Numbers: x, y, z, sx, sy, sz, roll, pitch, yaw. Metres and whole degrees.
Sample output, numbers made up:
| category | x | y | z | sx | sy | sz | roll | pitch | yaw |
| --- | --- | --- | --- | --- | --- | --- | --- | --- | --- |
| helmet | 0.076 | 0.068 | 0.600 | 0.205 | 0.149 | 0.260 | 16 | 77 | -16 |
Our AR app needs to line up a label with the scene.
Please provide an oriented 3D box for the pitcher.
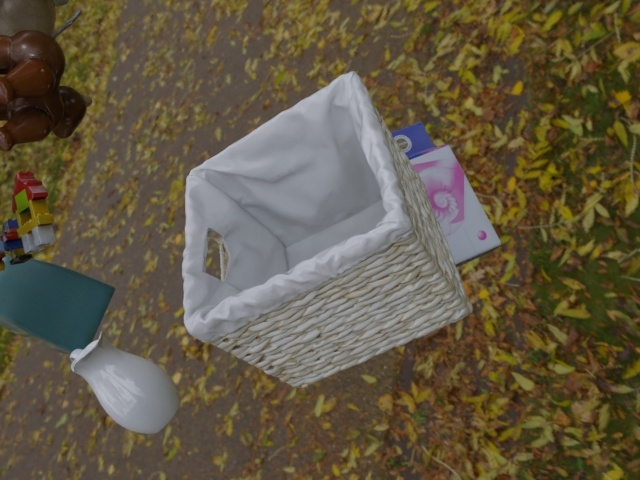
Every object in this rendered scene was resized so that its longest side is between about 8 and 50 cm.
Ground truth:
| category | x | y | z | sx | sy | sz | roll | pitch | yaw |
| --- | --- | --- | --- | --- | --- | --- | --- | --- | --- |
| pitcher | -0.381 | 0.272 | 1.183 | 0.177 | 0.207 | 0.125 | -17 | 32 | 55 |

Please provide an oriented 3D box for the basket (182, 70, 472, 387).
| category | x | y | z | sx | sy | sz | roll | pitch | yaw |
| --- | --- | --- | --- | --- | --- | --- | --- | --- | --- |
| basket | 0.000 | 0.000 | 0.920 | 0.331 | 0.266 | 0.328 | -27 | 44 | 16 |

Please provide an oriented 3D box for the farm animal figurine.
| category | x | y | z | sx | sy | sz | roll | pitch | yaw |
| --- | --- | --- | --- | --- | --- | --- | --- | --- | --- |
| farm animal figurine | -0.329 | -0.222 | 0.537 | 0.330 | 0.327 | 0.172 | 12 | 37 | 24 |

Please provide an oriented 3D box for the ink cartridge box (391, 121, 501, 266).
| category | x | y | z | sx | sy | sz | roll | pitch | yaw |
| --- | --- | --- | --- | --- | --- | --- | --- | --- | --- |
| ink cartridge box | 0.152 | -0.070 | 1.261 | 0.330 | 0.324 | 0.071 | 64 | 165 | 12 |

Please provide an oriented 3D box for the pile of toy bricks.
| category | x | y | z | sx | sy | sz | roll | pitch | yaw |
| --- | --- | --- | --- | --- | --- | --- | --- | --- | --- |
| pile of toy bricks | -0.381 | -0.021 | 0.671 | 0.212 | 0.118 | 0.105 | -18 | 85 | 44 |

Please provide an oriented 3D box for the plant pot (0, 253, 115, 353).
| category | x | y | z | sx | sy | sz | roll | pitch | yaw |
| --- | --- | --- | --- | --- | --- | --- | --- | --- | --- |
| plant pot | -0.607 | 0.125 | 1.325 | 0.165 | 0.234 | 0.166 | -2 | 61 | 43 |
